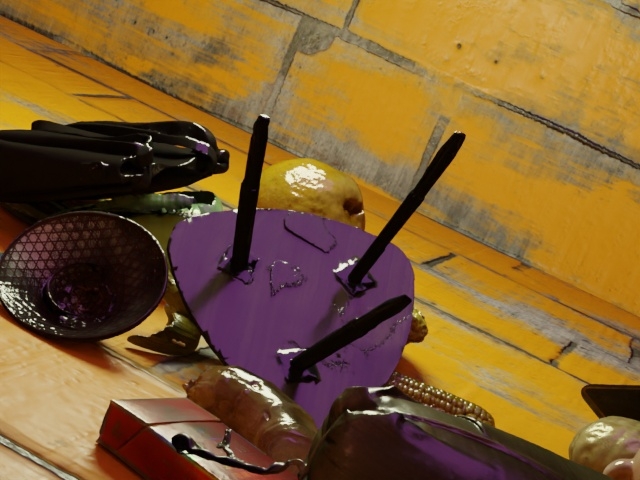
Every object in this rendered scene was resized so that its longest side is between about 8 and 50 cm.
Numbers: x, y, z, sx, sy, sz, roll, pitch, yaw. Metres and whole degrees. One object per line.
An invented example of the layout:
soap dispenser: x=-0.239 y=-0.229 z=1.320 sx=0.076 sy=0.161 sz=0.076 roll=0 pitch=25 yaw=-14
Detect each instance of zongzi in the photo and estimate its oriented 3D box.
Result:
zongzi: x=0.118 y=0.266 z=1.038 sx=0.447 sy=0.181 sz=0.418 roll=26 pitch=16 yaw=-19

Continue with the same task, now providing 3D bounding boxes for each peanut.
peanut: x=0.398 y=0.283 z=1.739 sx=0.140 sy=0.109 sz=0.159 roll=29 pitch=14 yaw=27

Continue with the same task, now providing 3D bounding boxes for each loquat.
loquat: x=-0.029 y=-0.032 z=2.138 sx=0.208 sy=0.208 sz=0.208 roll=22 pitch=11 yaw=-5

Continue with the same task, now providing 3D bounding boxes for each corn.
corn: x=0.103 y=0.202 z=1.609 sx=0.238 sy=0.080 sz=0.080 roll=21 pitch=11 yaw=1

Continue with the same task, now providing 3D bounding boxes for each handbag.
handbag: x=-0.289 y=-0.108 z=1.840 sx=0.257 sy=0.113 sz=0.285 roll=2 pitch=5 yaw=28

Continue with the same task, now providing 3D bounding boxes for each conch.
conch: x=-0.234 y=-0.017 z=1.798 sx=0.250 sy=0.137 sz=0.143 roll=14 pitch=15 yaw=-36

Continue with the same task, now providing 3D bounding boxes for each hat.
hat: x=-0.268 y=0.062 z=1.531 sx=0.193 sy=0.082 sz=0.193 roll=3 pitch=46 yaw=-3

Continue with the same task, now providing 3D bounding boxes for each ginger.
ginger: x=-0.060 y=0.186 z=1.370 sx=0.190 sy=0.069 sz=0.095 roll=31 pitch=35 yaw=31

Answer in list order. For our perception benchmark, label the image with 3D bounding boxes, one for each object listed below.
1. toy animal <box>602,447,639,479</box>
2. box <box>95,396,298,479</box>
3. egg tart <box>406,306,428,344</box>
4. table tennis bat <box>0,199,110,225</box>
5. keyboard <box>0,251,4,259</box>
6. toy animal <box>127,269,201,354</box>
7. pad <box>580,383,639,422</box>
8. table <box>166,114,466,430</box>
toy animal: x=0.490 y=0.306 z=1.574 sx=0.221 sy=0.210 sz=0.229 roll=-4 pitch=63 yaw=-52
box: x=-0.107 y=0.204 z=1.233 sx=0.175 sy=0.048 sz=0.112 roll=30 pitch=13 yaw=31
egg tart: x=0.054 y=0.107 z=1.928 sx=0.212 sy=0.090 sz=0.212 roll=25 pitch=10 yaw=-5
table tennis bat: x=-0.387 y=-0.076 z=1.997 sx=0.224 sy=0.054 sz=0.369 roll=19 pitch=15 yaw=-24
keyboard: x=-0.356 y=0.035 z=1.624 sx=0.176 sy=0.014 sz=0.055 roll=14 pitch=15 yaw=-40
toy animal: x=-0.146 y=0.085 z=1.637 sx=0.095 sy=0.219 sz=0.155 roll=11 pitch=-37 yaw=40
pad: x=0.549 y=0.301 z=1.762 sx=0.375 sy=0.063 sz=0.315 roll=-4 pitch=-40 yaw=44
table: x=0.000 y=0.000 z=1.501 sx=0.317 sy=0.249 sz=0.317 roll=13 pitch=51 yaw=-16
